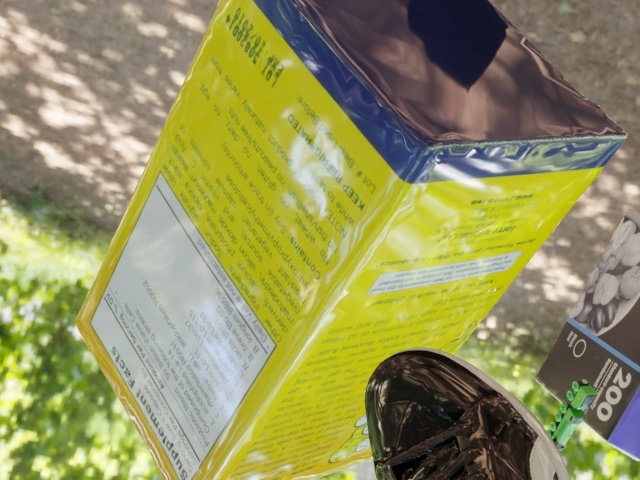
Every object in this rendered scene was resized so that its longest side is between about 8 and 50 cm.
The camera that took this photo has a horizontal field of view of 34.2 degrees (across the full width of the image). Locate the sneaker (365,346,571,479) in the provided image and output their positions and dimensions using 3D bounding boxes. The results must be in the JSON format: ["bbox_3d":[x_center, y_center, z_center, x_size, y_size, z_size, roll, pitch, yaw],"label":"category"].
[{"bbox_3d":[0.062,0.124,0.421,0.079,0.217,0.121,-36,148,14],"label":"sneaker"}]

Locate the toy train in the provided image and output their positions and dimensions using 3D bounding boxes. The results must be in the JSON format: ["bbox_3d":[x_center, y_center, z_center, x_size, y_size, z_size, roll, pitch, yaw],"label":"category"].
[{"bbox_3d":[0.229,0.161,0.954,0.017,0.023,0.083,-2,130,-23],"label":"toy train"}]

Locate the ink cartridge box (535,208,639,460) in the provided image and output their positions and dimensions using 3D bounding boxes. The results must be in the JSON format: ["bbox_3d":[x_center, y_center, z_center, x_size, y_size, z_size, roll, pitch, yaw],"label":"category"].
[{"bbox_3d":[0.311,0.092,0.985,0.045,0.206,0.208,25,-173,-23],"label":"ink cartridge box"}]

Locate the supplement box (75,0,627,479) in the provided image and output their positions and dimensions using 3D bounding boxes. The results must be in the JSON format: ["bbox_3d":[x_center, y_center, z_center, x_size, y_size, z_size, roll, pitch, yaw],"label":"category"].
[{"bbox_3d":[0.000,0.000,0.728,0.195,0.194,0.356,-7,141,-42],"label":"supplement box"}]
